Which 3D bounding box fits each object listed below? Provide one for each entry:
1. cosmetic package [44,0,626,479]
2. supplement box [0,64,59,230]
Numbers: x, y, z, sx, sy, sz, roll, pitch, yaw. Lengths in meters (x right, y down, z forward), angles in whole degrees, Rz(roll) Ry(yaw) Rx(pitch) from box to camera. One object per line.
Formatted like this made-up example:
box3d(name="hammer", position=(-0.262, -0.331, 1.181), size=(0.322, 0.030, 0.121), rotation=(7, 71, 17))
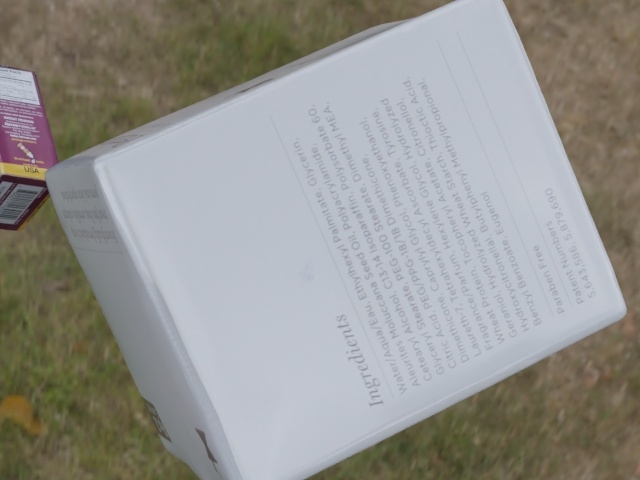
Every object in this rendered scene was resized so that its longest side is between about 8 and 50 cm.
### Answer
box3d(name="cosmetic package", position=(0.000, 0.000, 0.710), size=(0.184, 0.151, 0.151), rotation=(-25, 97, -16))
box3d(name="supplement box", position=(-0.189, -0.055, 0.960), size=(0.043, 0.055, 0.083), rotation=(8, 51, -40))
